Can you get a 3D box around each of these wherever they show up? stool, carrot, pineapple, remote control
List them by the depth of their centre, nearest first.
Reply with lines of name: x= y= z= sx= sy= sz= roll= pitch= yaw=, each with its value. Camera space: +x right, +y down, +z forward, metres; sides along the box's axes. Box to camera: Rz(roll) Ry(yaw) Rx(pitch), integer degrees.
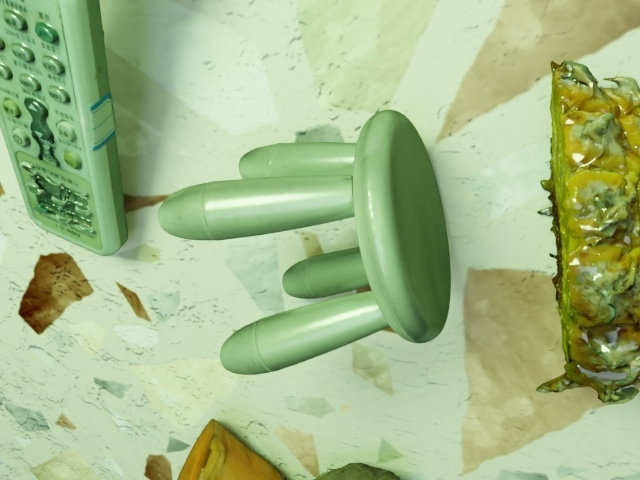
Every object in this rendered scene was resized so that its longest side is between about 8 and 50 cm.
pineapple: x=0.267 y=0.027 z=0.403 sx=0.158 sy=0.161 sz=0.335 roll=1 pitch=111 yaw=16
stool: x=0.000 y=0.000 z=0.456 sx=0.198 sy=0.195 sz=0.195 roll=-9 pitch=110 yaw=23
remote control: x=-0.269 y=-0.123 z=0.522 sx=0.128 sy=0.065 sz=0.335 roll=22 pitch=135 yaw=6
carrot: x=-0.094 y=0.374 z=0.690 sx=0.225 sy=0.159 sz=0.159 roll=33 pitch=120 yaw=-7

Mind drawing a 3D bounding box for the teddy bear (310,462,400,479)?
teddy bear: x=0.050 y=0.390 z=0.658 sx=0.190 sy=0.177 sz=0.140 roll=59 pitch=162 yaw=-12
